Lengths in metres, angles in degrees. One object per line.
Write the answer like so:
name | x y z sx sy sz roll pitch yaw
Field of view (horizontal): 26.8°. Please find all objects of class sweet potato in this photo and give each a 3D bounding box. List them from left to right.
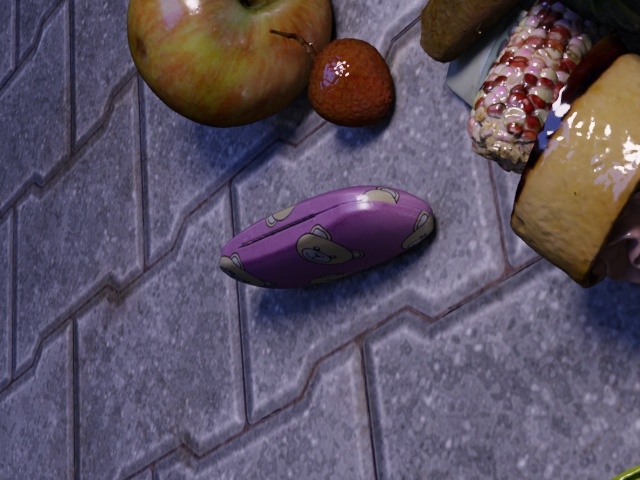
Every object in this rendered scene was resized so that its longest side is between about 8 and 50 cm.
sweet potato | 0.176 -0.273 1.361 0.244 0.077 0.077 -48 43 39

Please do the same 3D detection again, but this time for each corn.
corn | 0.223 -0.179 1.227 0.092 0.092 0.280 -4 50 56

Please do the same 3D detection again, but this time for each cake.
cake | 0.274 -0.049 1.115 0.178 0.185 0.208 25 100 20

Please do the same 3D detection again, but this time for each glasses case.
glasses case | 0.000 0.000 1.543 0.316 0.123 0.076 -21 63 51

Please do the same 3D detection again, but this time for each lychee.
lychee | 0.026 -0.195 1.578 0.101 0.114 0.140 -29 72 3

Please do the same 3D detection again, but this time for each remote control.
remote control | 0.216 -0.158 1.350 0.123 0.038 0.285 -65 35 19

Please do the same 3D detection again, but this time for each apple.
apple | -0.122 -0.269 1.713 0.264 0.264 0.264 -25 59 51

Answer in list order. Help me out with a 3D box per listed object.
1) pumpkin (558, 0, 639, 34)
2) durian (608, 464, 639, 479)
pumpkin | 0.247 -0.301 1.074 0.207 0.300 0.300 -55 32 -9
durian | 0.247 0.292 1.100 0.139 0.101 0.250 8 85 22
